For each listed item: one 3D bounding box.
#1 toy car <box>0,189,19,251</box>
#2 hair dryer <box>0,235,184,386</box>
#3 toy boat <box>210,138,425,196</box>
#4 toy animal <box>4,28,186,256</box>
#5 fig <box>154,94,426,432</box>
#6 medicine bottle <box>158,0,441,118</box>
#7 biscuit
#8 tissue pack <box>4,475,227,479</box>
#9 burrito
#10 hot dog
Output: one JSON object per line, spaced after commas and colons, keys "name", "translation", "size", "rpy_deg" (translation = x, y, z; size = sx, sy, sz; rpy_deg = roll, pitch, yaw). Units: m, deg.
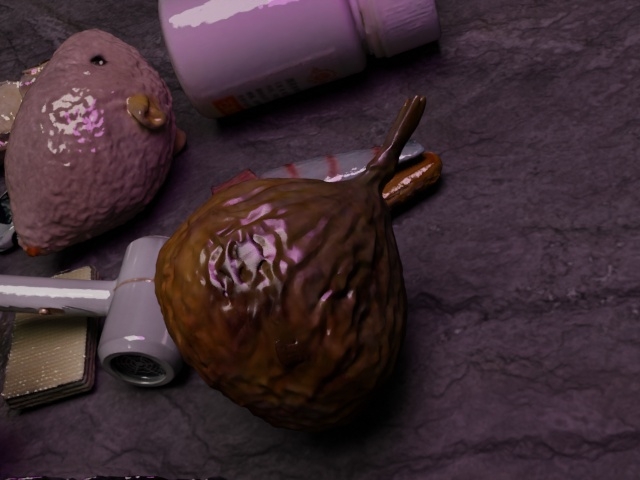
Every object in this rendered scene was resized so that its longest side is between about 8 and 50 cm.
{"name": "toy car", "translation": [-0.453, -0.067, 1.307], "size": [0.095, 0.056, 0.205], "rpy_deg": [32, 68, 37]}
{"name": "hair dryer", "translation": [-0.338, 0.085, 1.061], "size": [0.357, 0.108, 0.173], "rpy_deg": [2, 50, 6]}
{"name": "toy boat", "translation": [-0.003, -0.084, 1.105], "size": [0.282, 0.096, 0.206], "rpy_deg": [-23, 17, 2]}
{"name": "toy animal", "translation": [-0.333, -0.136, 1.211], "size": [0.226, 0.188, 0.359], "rpy_deg": [18, 81, 0]}
{"name": "fig", "translation": [0.000, 0.000, 0.872], "size": [0.286, 0.286, 0.369], "rpy_deg": [42, 103, 40]}
{"name": "medicine bottle", "translation": [-0.029, -0.340, 1.247], "size": [0.388, 0.219, 0.219], "rpy_deg": [-18, 48, 9]}
{"name": "biscuit", "translation": [-0.359, 0.128, 1.122], "size": [0.121, 0.041, 0.200], "rpy_deg": [-17, 46, 9]}
{"name": "tissue pack", "translation": [-0.191, 0.395, 0.726], "size": [0.259, 0.122, 0.361], "rpy_deg": [7, 43, -21]}
{"name": "burrito", "translation": [-0.584, -0.180, 1.419], "size": [0.347, 0.107, 0.175], "rpy_deg": [-32, 42, -3]}
{"name": "hot dog", "translation": [0.068, -0.046, 1.088], "size": [0.215, 0.047, 0.066], "rpy_deg": [-34, 34, -7]}
